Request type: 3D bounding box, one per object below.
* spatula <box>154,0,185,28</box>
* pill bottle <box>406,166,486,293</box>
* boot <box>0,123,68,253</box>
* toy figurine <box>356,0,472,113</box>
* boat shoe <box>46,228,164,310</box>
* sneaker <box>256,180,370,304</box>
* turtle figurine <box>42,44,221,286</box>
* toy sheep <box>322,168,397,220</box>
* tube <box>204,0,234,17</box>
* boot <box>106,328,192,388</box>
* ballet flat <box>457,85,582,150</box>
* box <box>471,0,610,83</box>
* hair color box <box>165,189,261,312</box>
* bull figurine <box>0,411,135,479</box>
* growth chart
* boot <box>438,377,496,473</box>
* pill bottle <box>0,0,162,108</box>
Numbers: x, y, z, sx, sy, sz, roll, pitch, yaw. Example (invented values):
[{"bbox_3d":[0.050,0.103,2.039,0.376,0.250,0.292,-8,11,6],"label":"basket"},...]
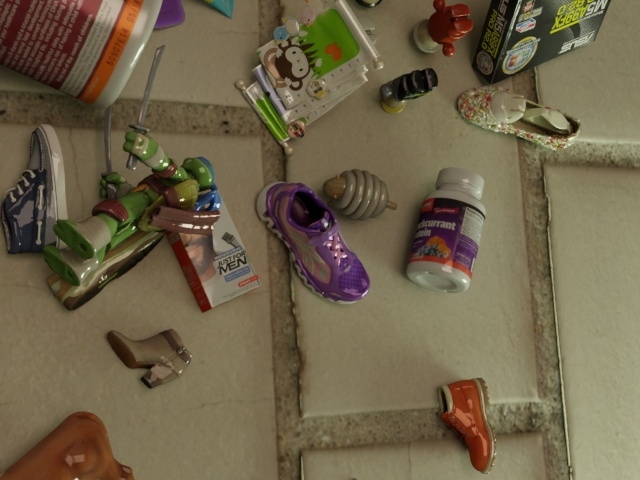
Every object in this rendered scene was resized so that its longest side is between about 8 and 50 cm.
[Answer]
[{"bbox_3d":[-0.299,-0.475,1.867,0.084,0.030,0.296,-24,87,-41],"label":"spatula"},{"bbox_3d":[0.214,-0.019,1.966,0.108,0.108,0.193,23,69,-19],"label":"pill bottle"},{"bbox_3d":[-0.416,-0.074,1.699,0.086,0.069,0.189,-5,82,-29],"label":"boot"},{"bbox_3d":[0.122,-0.344,1.983,0.213,0.148,0.209,33,72,-17],"label":"toy figurine"},{"bbox_3d":[-0.316,0.020,1.733,0.190,0.068,0.072,-38,80,-29],"label":"boat shoe"},{"bbox_3d":[0.000,0.000,1.862,0.095,0.104,0.236,-43,99,-28],"label":"sneaker"},{"bbox_3d":[-0.292,-0.084,1.665,0.266,0.198,0.274,-46,121,-36],"label":"turtle figurine"},{"bbox_3d":[0.065,-0.073,1.918,0.132,0.091,0.091,11,74,-23],"label":"toy sheep"},{"bbox_3d":[-0.211,-0.429,1.874,0.207,0.052,0.080,22,74,-44],"label":"tube"},{"bbox_3d":[-0.249,0.159,1.747,0.087,0.042,0.118,-41,98,-33],"label":"boot"},{"bbox_3d":[0.362,-0.226,2.101,0.241,0.077,0.091,13,74,-22],"label":"ballet flat"},{"bbox_3d":[0.407,-0.411,2.090,0.270,0.216,0.060,-24,57,-28],"label":"box"},{"bbox_3d":[-0.169,0.015,1.807,0.093,0.053,0.167,-25,88,-27],"label":"hair color box"},{"bbox_3d":[-0.391,0.371,1.595,0.310,0.101,0.188,-39,100,-25],"label":"bull figurine"},{"bbox_3d":[-0.021,-0.274,1.888,0.237,0.021,0.172,-41,95,15],"label":"growth chart"},{"bbox_3d":[0.236,0.306,1.935,0.085,0.059,0.157,-1,70,-23],"label":"boot"},{"bbox_3d":[-0.438,-0.364,1.669,0.392,0.224,0.224,23,69,-20],"label":"pill bottle"}]
